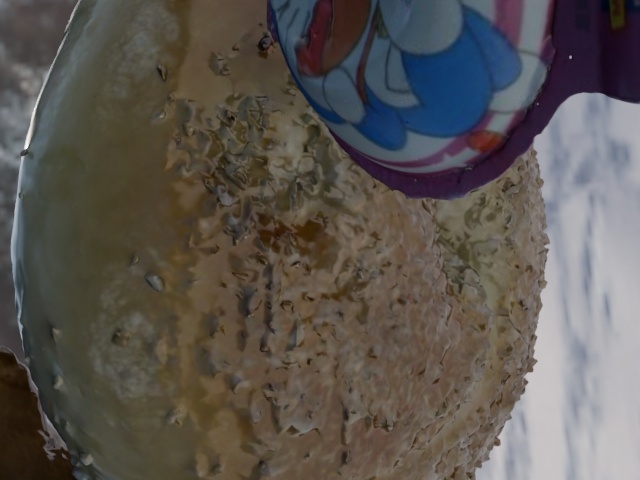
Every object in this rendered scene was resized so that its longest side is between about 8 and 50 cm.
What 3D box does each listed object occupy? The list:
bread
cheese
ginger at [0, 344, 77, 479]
[{"bbox_3d":[0.000,0.000,0.804,0.305,0.159,0.305,17,-109,-60],"label":"bread"},{"bbox_3d":[0.054,-0.085,0.579,0.244,0.062,0.155,13,105,51],"label":"cheese"},{"bbox_3d":[-0.179,0.102,0.790,0.333,0.080,0.166,30,-106,-46],"label":"ginger"}]
